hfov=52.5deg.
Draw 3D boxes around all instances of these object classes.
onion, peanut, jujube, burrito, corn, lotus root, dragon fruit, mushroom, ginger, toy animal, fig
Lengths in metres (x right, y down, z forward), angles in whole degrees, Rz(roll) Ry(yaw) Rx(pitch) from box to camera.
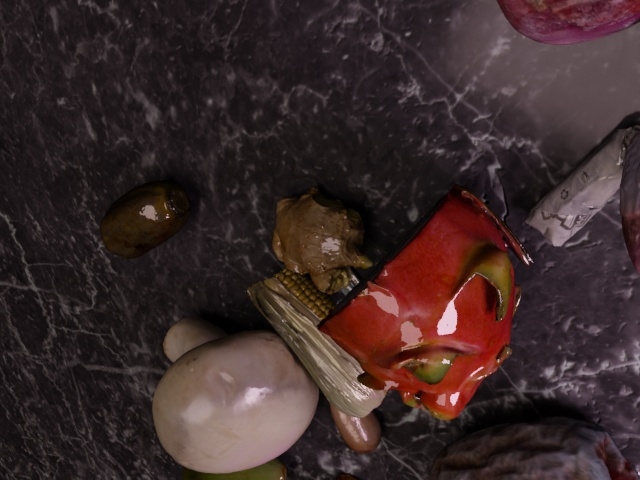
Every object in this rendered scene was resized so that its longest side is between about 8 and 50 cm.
[{"bbox_3d":[0.305,-0.331,0.679,0.283,0.120,0.227,-12,111,37],"label":"onion"},{"bbox_3d":[0.062,0.331,1.217,0.076,0.076,0.152,-24,96,40],"label":"peanut"},{"bbox_3d":[0.320,0.392,0.995,0.317,0.226,0.226,-25,99,34],"label":"jujube"},{"bbox_3d":[0.344,-0.067,0.830,0.064,0.064,0.203,43,131,8],"label":"burrito"},{"bbox_3d":[-0.004,0.176,1.148,0.305,0.123,0.122,49,131,4],"label":"corn"},{"bbox_3d":[-0.342,-0.042,1.260,0.241,0.124,0.123,-30,106,41],"label":"lotus root"},{"bbox_3d":[0.165,0.099,0.897,0.226,0.305,0.305,45,130,5],"label":"dragon fruit"},{"bbox_3d":[-0.184,0.306,1.229,0.356,0.315,0.315,-7,109,31],"label":"mushroom"},{"bbox_3d":[0.000,0.000,1.056,0.216,0.102,0.157,26,106,39],"label":"ginger"},{"bbox_3d":[0.394,-0.098,0.715,0.324,0.195,0.090,67,167,-8],"label":"toy animal"},{"bbox_3d":[-0.193,0.535,1.413,0.230,0.207,0.207,11,120,30],"label":"fig"}]

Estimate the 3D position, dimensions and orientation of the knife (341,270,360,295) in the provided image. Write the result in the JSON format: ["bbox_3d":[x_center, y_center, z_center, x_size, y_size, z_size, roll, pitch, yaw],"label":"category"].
[{"bbox_3d":[0.062,0.086,1.122,0.162,0.023,0.044,47,126,5],"label":"knife"}]

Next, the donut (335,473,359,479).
[{"bbox_3d":[0.088,0.588,1.310,0.144,0.126,0.187,1,114,41],"label":"donut"}]
